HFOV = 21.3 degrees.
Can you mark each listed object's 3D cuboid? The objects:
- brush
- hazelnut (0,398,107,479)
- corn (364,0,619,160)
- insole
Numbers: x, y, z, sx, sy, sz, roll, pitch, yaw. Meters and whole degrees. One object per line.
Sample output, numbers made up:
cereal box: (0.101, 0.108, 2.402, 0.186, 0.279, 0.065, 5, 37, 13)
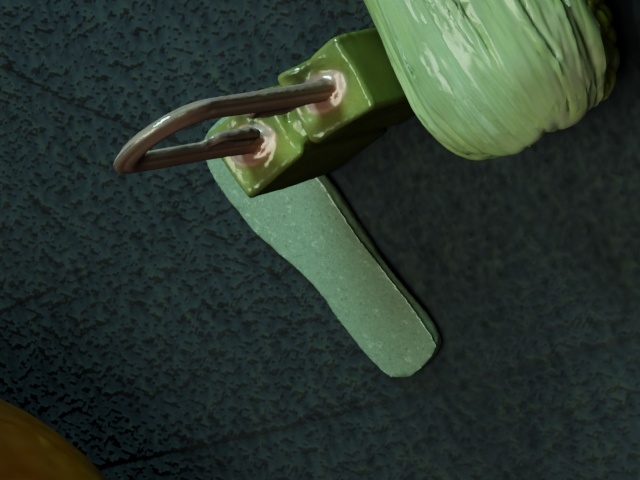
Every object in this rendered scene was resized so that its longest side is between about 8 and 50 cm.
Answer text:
brush: (-0.024, -0.060, 0.869, 0.103, 0.233, 0.047, -34, 83, 30)
hazelnut: (-0.269, 0.261, 1.024, 0.315, 0.372, 0.372, -22, 90, 37)
corn: (0.045, -0.185, 0.863, 0.122, 0.123, 0.305, -31, 85, 34)
insole: (0.000, 0.000, 1.001, 0.192, 0.010, 0.063, 49, 122, 10)
